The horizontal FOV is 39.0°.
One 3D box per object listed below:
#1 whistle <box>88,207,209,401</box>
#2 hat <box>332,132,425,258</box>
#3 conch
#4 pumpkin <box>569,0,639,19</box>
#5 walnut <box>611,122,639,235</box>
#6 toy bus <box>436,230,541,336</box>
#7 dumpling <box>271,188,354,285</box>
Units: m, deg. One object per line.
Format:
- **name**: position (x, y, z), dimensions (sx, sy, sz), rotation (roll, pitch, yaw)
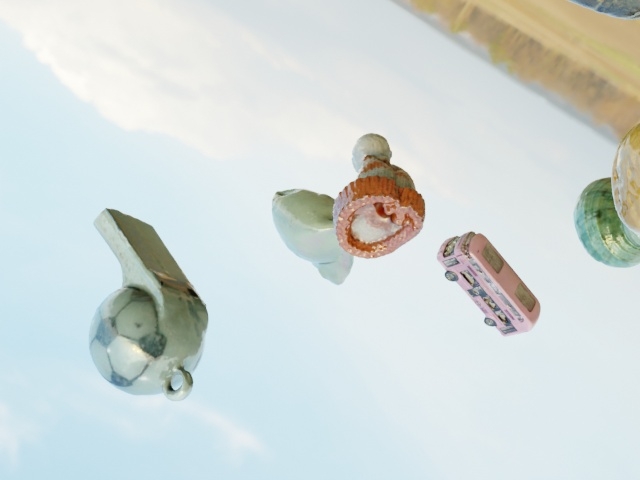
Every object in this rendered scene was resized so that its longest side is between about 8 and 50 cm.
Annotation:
- **whistle**: position (-0.242, 0.104, 1.196), dimensions (0.164, 0.163, 0.289), rotation (15, -153, -48)
- **hat**: position (0.067, -0.064, 1.062), dimensions (0.093, 0.112, 0.162), rotation (43, -149, -25)
- **conch**: position (0.565, -0.037, 1.716), dimensions (0.188, 0.176, 0.122), rotation (32, 163, 32)
- **pumpkin**: position (0.360, -0.383, 1.130), dimensions (0.219, 0.162, 0.219), rotation (11, -139, -10)
- **walnut**: position (0.481, -0.090, 1.271), dimensions (0.144, 0.180, 0.144), rotation (7, 175, 1)
- **toy bus**: position (0.284, 0.073, 1.507), dimensions (0.203, 0.090, 0.063), rotation (47, -128, -16)
- **dumpling**: position (0.003, -0.012, 1.411), dimensions (0.149, 0.104, 0.217), rotation (39, 169, -31)
